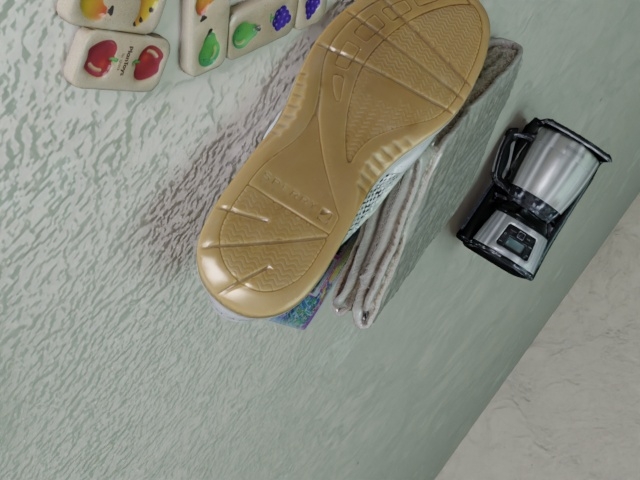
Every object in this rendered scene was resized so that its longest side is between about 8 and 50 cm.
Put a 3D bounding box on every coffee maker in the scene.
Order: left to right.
[{"bbox_3d":[0.262,-0.046,1.029,0.178,0.120,0.171,-58,158,4],"label":"coffee maker"}]

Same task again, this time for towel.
[{"bbox_3d":[0.097,-0.060,0.729,0.282,0.049,0.187,-45,158,-52],"label":"towel"}]

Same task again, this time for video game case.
[{"bbox_3d":[0.000,0.000,0.692,0.157,0.019,0.143,-57,158,0],"label":"video game case"}]

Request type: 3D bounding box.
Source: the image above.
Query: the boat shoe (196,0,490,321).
[{"bbox_3d":[0.010,-0.064,0.548,0.277,0.098,0.096,-51,180,-19],"label":"boat shoe"}]

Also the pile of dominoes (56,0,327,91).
[{"bbox_3d":[-0.031,-0.176,0.364,0.196,0.040,0.251,-38,151,-38],"label":"pile of dominoes"}]
